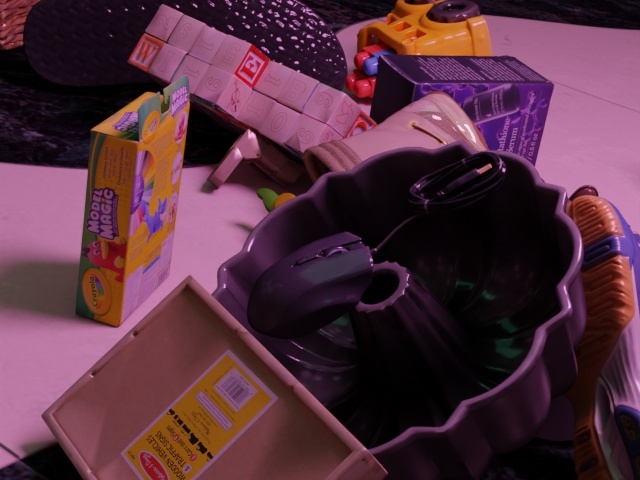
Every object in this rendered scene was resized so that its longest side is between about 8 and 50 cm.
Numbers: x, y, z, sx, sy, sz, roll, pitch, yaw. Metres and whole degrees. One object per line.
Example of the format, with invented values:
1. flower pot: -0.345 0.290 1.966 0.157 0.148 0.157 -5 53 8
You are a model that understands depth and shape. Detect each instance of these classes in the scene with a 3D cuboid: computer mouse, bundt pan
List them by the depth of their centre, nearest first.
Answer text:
1. computer mouse: 0.042 -0.004 1.039 0.242 0.041 0.071 -36 38 -8
2. bundt pan: 0.069 0.076 1.066 0.331 0.124 0.330 -18 40 16

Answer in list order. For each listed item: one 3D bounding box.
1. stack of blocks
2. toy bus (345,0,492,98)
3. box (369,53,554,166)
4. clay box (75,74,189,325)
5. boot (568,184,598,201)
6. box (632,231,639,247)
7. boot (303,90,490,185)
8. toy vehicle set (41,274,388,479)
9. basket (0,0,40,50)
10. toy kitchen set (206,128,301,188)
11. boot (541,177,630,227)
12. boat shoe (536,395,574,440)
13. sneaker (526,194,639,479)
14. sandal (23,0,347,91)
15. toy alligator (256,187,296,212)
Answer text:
1. stack of blocks: -0.077 -0.176 1.624 0.297 0.087 0.171 29 -3 36
2. toy bus: 0.126 -0.277 1.968 0.212 0.149 0.220 -18 30 -16
3. box: 0.172 -0.150 1.671 0.207 0.153 0.108 -4 29 -23
4. clay box: -0.178 -0.045 1.246 0.053 0.222 0.127 14 25 11
5. boot: 0.285 0.003 1.443 0.037 0.106 0.114 19 22 -4
6. box: 0.347 0.048 1.425 0.059 0.054 0.169 3 25 -14
7. boot: 0.121 -0.039 1.473 0.203 0.095 0.262 -24 65 -25
8. toy vehicle set: -0.088 0.149 0.965 0.166 0.035 0.267 -43 42 -6
9. basket: -0.474 -0.436 1.989 0.223 0.213 0.299 20 27 21
10. toy kitchen set: -0.084 -0.076 1.580 0.083 0.075 0.068 39 -19 -10
11. boot: 0.203 -0.013 1.328 0.161 0.083 0.246 34 25 19
12. boat shoe: 0.256 0.120 1.200 0.268 0.096 0.088 -4 13 -15
13. sneaker: 0.265 0.107 1.102 0.131 0.112 0.296 7 65 -36
14. sandal: -0.183 -0.275 1.824 0.446 0.167 0.107 6 7 -7
15. toy alligator: 0.000 0.000 1.424 0.190 0.056 0.051 27 74 20
